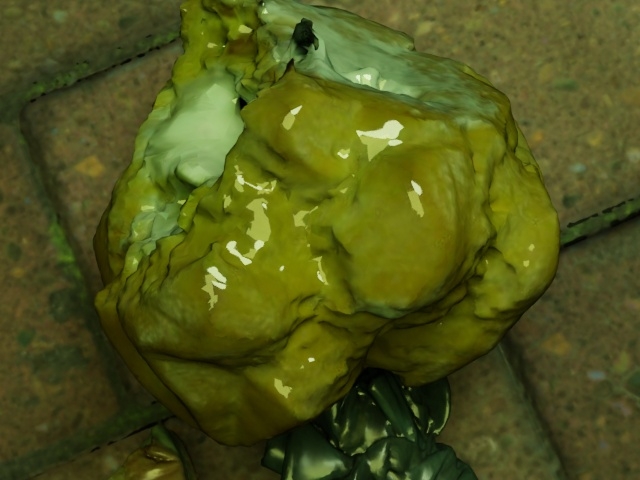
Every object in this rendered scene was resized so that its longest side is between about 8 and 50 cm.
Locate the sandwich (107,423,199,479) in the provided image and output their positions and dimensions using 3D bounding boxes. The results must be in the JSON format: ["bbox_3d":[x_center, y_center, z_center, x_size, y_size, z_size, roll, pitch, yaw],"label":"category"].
[{"bbox_3d":[-0.106,0.258,1.120,0.186,0.108,0.220,37,81,7],"label":"sandwich"}]

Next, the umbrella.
[{"bbox_3d":[0.108,0.233,1.127,0.143,0.094,0.349,-36,84,0],"label":"umbrella"}]

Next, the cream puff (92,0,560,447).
[{"bbox_3d":[0.004,-0.002,1.098,0.274,0.323,0.270,15,113,-17],"label":"cream puff"}]
